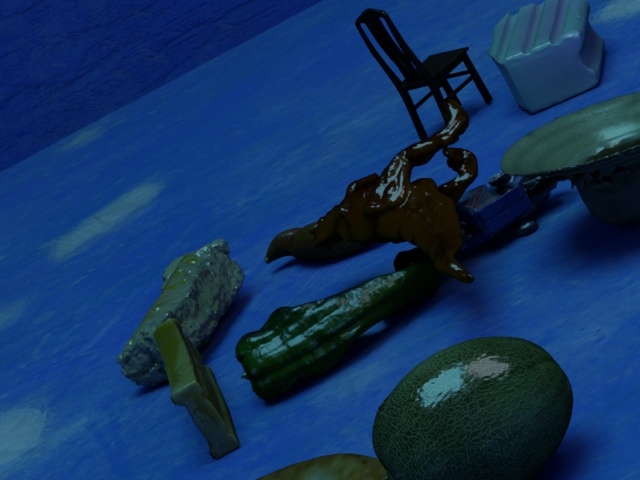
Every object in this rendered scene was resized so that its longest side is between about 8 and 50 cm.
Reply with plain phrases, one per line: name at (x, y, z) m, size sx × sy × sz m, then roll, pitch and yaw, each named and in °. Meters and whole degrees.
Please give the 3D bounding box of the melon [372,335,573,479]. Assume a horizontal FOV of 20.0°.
melon at (0.123, 0.159, 1.530) m, size 0.192 × 0.139 × 0.139 m, roll -33°, pitch 17°, yaw -5°

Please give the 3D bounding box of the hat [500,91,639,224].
hat at (0.323, -0.074, 1.922) m, size 0.252 × 0.110 × 0.252 m, roll -20°, pitch 13°, yaw 5°

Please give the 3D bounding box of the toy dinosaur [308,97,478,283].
toy dinosaur at (0.111, -0.053, 2.017) m, size 0.208 × 0.097 × 0.432 m, roll -49°, pitch 16°, yaw -15°

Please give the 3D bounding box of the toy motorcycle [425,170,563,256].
toy motorcycle at (0.193, -0.034, 2.097) m, size 0.205 × 0.076 × 0.114 m, roll -34°, pitch 10°, yaw -15°

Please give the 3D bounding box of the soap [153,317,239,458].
soap at (-0.143, 0.162, 2.041) m, size 0.037 × 0.092 × 0.252 m, roll -32°, pitch 17°, yaw -1°

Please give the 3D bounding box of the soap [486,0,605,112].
soap at (0.317, -0.265, 2.517) m, size 0.145 × 0.091 × 0.230 m, roll -20°, pitch 19°, yaw 21°

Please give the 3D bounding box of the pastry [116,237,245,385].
pastry at (-0.176, 0.090, 2.309) m, size 0.121 × 0.089 × 0.258 m, roll -26°, pitch 16°, yaw 25°

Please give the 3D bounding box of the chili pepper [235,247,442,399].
chili pepper at (0.021, 0.087, 2.015) m, size 0.253 × 0.083 × 0.099 m, roll -29°, pitch 7°, yaw -9°

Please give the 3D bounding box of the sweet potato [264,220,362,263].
sweet potato at (0.001, -0.002, 2.339) m, size 0.202 × 0.058 × 0.055 m, roll -9°, pitch 47°, yaw 48°

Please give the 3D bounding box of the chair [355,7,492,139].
chair at (0.144, -0.259, 2.565) m, size 0.101 × 0.212 × 0.084 m, roll -41°, pitch 20°, yaw -32°

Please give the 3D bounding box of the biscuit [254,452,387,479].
biscuit at (-0.069, 0.284, 1.655) m, size 0.309 × 0.040 × 0.204 m, roll -30°, pitch 17°, yaw -3°
